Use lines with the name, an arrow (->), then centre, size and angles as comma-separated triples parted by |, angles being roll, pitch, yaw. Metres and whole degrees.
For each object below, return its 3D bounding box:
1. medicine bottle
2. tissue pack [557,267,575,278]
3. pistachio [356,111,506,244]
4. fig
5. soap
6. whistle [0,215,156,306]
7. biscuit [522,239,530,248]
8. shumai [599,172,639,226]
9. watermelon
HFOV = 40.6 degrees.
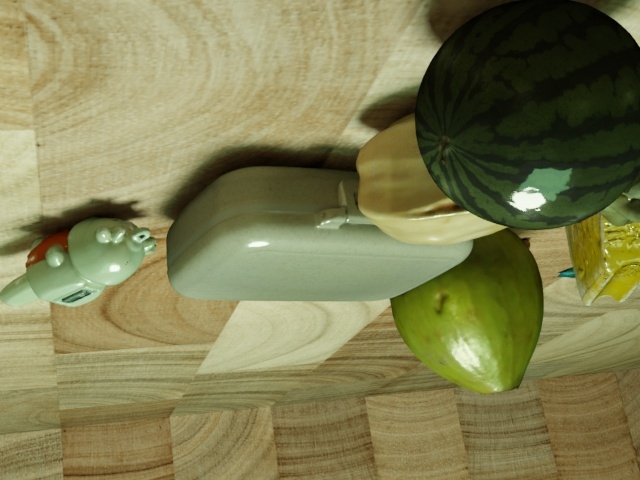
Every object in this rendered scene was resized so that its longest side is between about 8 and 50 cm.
medicine bottle -> 0.000, 0.000, 1.137 | 0.375, 0.123, 0.282 | 4, 159, -31
tissue pack -> 0.543, 0.056, 1.693 | 0.085, 0.028, 0.138 | 9, 159, -34
pistachio -> 0.153, -0.072, 0.940 | 0.229, 0.157, 0.157 | -9, 162, 14
fig -> 0.235, 0.109, 1.333 | 0.239, 0.271, 0.239 | -25, 169, -5
soap -> 0.410, -0.017, 1.215 | 0.080, 0.160, 0.257 | -8, 160, 4
whistle -> -0.319, 0.032, 1.128 | 0.253, 0.105, 0.101 | -25, 125, 25
biscuit -> 0.246, 0.044, 1.516 | 0.224, 0.033, 0.144 | -6, 161, -4
shumai -> 0.379, -0.078, 0.954 | 0.204, 0.222, 0.272 | -13, 170, 24
watermelon -> 0.192, -0.112, 0.772 | 0.212, 0.212, 0.212 | -8, 161, -3
